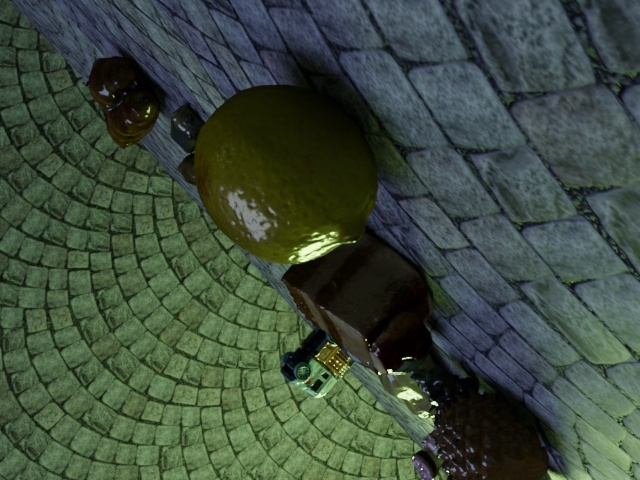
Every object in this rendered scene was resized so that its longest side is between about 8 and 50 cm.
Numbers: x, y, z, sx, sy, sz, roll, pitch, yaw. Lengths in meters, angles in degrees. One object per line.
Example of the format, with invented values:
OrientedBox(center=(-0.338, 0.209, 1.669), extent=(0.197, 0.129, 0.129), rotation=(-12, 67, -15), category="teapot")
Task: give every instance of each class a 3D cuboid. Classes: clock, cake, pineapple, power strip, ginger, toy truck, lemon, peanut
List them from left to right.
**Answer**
OrientedBox(center=(-0.609, -0.431, 2.089), extent=(0.254, 0.176, 0.418), rotation=(51, 164, -4), category="ginger")
OrientedBox(center=(-0.388, -0.315, 1.941), extent=(0.092, 0.066, 0.387), rotation=(46, 169, -8), category="power strip")
OrientedBox(center=(-0.378, -0.222, 2.117), extent=(0.116, 0.109, 0.263), rotation=(49, 168, -20), category="ginger")
OrientedBox(center=(-0.050, -0.093, 0.956), extent=(0.267, 0.267, 0.267), rotation=(45, 169, 11), category="lemon")
OrientedBox(center=(0.030, 0.335, 2.061), extent=(0.162, 0.305, 0.136), rotation=(45, 170, -22), category="toy truck")
OrientedBox(center=(0.098, 0.116, 1.303), extent=(0.293, 0.199, 0.196), rotation=(35, 159, 33), category="cake")
OrientedBox(center=(0.130, 0.202, 1.466), extent=(0.226, 0.226, 0.049), rotation=(40, 125, 34), category="clock")
OrientedBox(center=(0.235, 0.345, 1.711), extent=(0.152, 0.152, 0.313), rotation=(34, 165, 50), category="peanut")
OrientedBox(center=(0.321, 0.397, 1.476), extent=(0.223, 0.223, 0.357), rotation=(56, -179, -39), category="pineapple")

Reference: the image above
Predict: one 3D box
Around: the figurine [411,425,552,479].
OrientedBox(center=(0.425, 0.577, 1.682), extent=(0.211, 0.253, 0.361), rotation=(0, -147, -37), category="figurine")

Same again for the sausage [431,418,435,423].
OrientedBox(center=(0.361, 0.501, 1.952), extent=(0.086, 0.086, 0.289), rotation=(41, 169, 28), category="sausage")
